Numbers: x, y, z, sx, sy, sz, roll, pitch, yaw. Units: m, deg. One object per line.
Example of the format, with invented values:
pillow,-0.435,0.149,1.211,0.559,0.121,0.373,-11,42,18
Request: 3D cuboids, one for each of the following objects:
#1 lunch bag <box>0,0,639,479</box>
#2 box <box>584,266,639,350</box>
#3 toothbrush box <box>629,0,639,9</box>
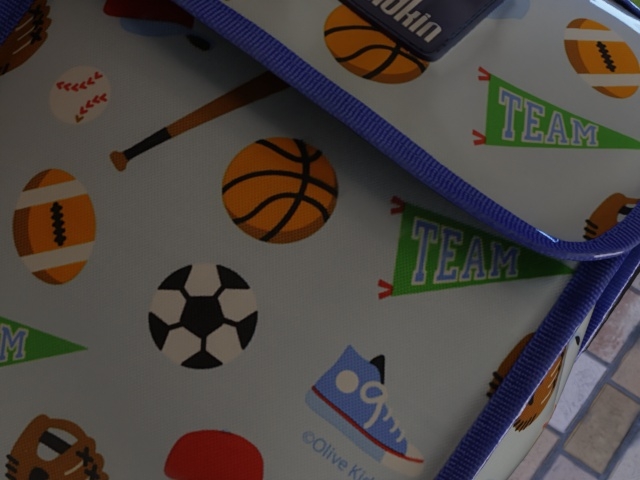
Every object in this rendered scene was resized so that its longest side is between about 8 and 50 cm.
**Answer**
lunch bag,-0.018,-0.012,0.813,0.385,0.328,0.239,-53,169,-11
box,0.327,-0.225,1.694,0.480,0.297,0.471,-49,165,-35
toothbrush box,0.087,-0.126,1.020,0.122,0.283,0.206,-54,168,-15
